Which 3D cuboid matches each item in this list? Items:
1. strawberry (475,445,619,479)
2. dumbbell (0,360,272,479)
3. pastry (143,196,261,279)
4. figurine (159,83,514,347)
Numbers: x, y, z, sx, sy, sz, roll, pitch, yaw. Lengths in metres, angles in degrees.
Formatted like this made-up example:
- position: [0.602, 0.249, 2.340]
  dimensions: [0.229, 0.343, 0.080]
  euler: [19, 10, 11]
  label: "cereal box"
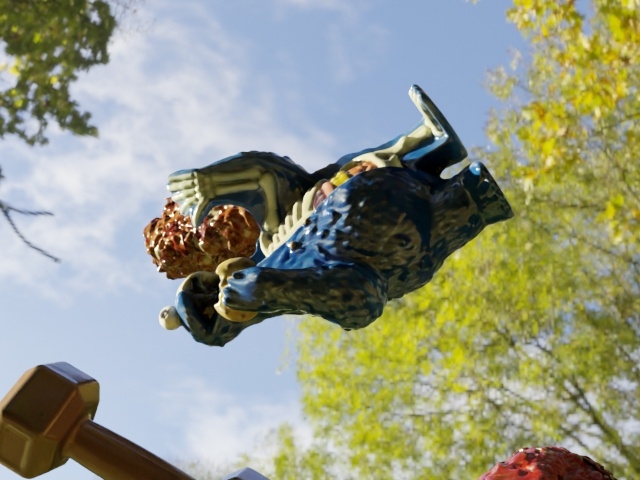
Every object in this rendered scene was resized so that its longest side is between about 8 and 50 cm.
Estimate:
- position: [0.274, 0.357, 1.083]
  dimensions: [0.274, 0.274, 0.220]
  euler: [-9, -65, 17]
  label: "strawberry"
- position: [-0.136, 0.177, 0.675]
  dimensions: [0.231, 0.082, 0.092]
  euler: [28, -60, 8]
  label: "dumbbell"
- position: [-0.095, -0.020, 0.941]
  dimensions: [0.209, 0.115, 0.097]
  euler: [-21, -36, 35]
  label: "pastry"
- position: [0.007, 0.003, 0.652]
  dimensions: [0.262, 0.164, 0.120]
  euler: [-20, -37, 11]
  label: "figurine"
